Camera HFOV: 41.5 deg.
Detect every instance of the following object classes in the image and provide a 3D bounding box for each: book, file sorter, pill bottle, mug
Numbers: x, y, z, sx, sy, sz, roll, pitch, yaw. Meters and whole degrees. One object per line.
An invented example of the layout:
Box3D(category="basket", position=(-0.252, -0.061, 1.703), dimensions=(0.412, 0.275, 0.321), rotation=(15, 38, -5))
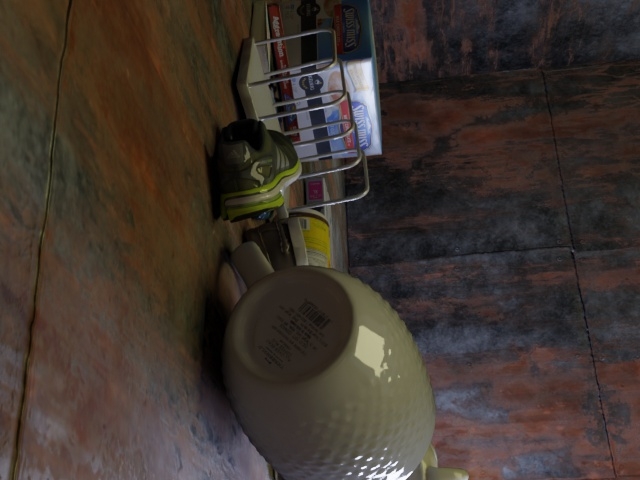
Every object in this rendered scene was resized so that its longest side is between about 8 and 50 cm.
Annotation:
Box3D(category="book", position=(-0.115, -0.388, 1.661), dimensions=(0.096, 0.035, 0.144), rotation=(83, 3, -51))
Box3D(category="file sorter", position=(-0.026, -0.218, 1.520), dimensions=(0.192, 0.173, 0.277), rotation=(-92, 168, -54))
Box3D(category="pill bottle", position=(-0.039, 0.053, 1.627), dimensions=(0.117, 0.117, 0.215), rotation=(76, 12, -60))
Box3D(category="mug", position=(-0.021, 0.155, 1.201), dimensions=(0.374, 0.276, 0.328), rotation=(53, -6, 34))

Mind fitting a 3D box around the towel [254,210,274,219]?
Box3D(category="towel", position=(-0.103, -0.071, 1.522), dimensions=(0.119, 0.029, 0.067), rotation=(-24, 110, -84))

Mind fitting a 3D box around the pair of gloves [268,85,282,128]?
Box3D(category="pair of gloves", position=(-0.096, -0.230, 1.758), dimensions=(0.159, 0.023, 0.198), rotation=(21, 64, -82))

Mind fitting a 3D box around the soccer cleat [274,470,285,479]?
Box3D(category="soccer cleat", position=(-0.050, 0.353, 1.523), dimensions=(0.076, 0.068, 0.196), rotation=(47, 44, -71))

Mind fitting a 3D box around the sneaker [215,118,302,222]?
Box3D(category="sneaker", position=(-0.095, -0.132, 1.283), dimensions=(0.300, 0.111, 0.121), rotation=(-86, 166, -69))

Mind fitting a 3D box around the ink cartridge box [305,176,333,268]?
Box3D(category="ink cartridge box", position=(0.000, 0.000, 2.356), dimensions=(0.186, 0.065, 0.311), rotation=(70, 14, -70))

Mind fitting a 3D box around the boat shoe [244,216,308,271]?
Box3D(category="boat shoe", position=(-0.062, 0.114, 1.460), dimensions=(0.116, 0.097, 0.324), rotation=(-107, -171, -60))

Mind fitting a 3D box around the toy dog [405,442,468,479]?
Box3D(category="toy dog", position=(0.177, 0.559, 2.143), dimensions=(0.408, 0.396, 0.284), rotation=(29, 47, -73))

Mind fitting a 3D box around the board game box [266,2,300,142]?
Box3D(category="board game box", position=(-0.081, -0.359, 1.800), dimensions=(0.145, 0.027, 0.281), rotation=(-115, -165, -71))

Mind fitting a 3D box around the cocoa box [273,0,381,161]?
Box3D(category="cocoa box", position=(0.027, -0.391, 2.073), dimensions=(0.347, 0.228, 0.231), rotation=(78, 10, -55))
